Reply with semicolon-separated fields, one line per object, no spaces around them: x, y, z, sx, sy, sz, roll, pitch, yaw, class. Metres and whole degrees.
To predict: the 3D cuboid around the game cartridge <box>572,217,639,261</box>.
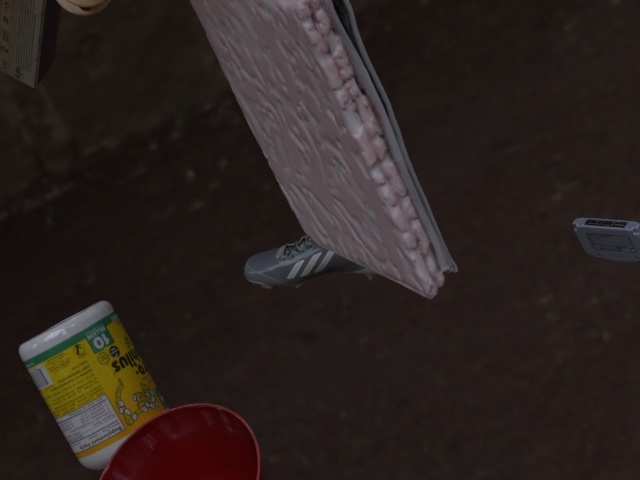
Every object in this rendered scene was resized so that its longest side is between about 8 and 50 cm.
0.322;0.000;1.839;0.083;0.056;0.017;6;47;41;game cartridge

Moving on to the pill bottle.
-0.239;0.183;1.881;0.118;0.208;0.117;-28;3;2;pill bottle

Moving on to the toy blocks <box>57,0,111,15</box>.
-0.178;-0.243;1.338;0.054;0.123;0.148;15;-3;-10;toy blocks

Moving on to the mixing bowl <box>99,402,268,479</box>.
-0.117;0.257;1.603;0.181;0.098;0.181;-16;50;19;mixing bowl

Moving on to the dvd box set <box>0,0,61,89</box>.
-0.558;-0.393;2.338;0.062;0.420;0.307;-62;0;-25;dvd box set

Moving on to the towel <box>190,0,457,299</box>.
-0.005;-0.120;1.669;0.053;0.331;0.317;-32;24;-16;towel

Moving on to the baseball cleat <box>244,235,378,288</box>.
0.000;0.000;2.037;0.206;0.109;0.072;-7;32;11;baseball cleat
